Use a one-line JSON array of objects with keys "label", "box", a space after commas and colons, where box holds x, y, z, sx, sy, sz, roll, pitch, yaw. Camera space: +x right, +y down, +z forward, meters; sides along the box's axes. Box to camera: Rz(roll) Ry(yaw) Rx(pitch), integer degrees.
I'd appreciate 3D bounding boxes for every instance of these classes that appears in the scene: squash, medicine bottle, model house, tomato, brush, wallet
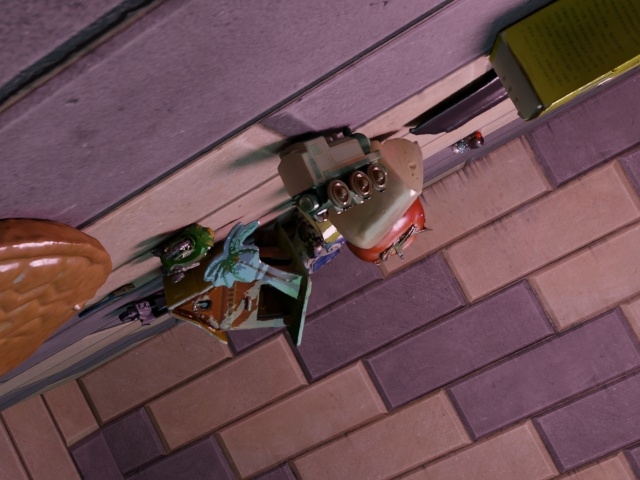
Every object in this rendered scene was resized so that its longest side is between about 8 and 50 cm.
[{"label": "squash", "box": [0.070, -0.103, 1.470, 0.287, 0.137, 0.137, -36, 180, -25]}, {"label": "medicine bottle", "box": [0.400, -0.300, 0.929, 0.250, 0.141, 0.137, -29, 173, 7]}, {"label": "model house", "box": [-0.209, 0.051, 1.452, 0.323, 0.340, 0.300, -2, -151, -20]}, {"label": "tomato", "box": [0.172, -0.059, 1.735, 0.255, 0.224, 0.256, -28, 155, -14]}, {"label": "brush", "box": [-0.487, 0.139, 1.384, 0.164, 0.014, 0.051, -29, 175, 19]}, {"label": "wallet", "box": [0.337, -0.294, 1.304, 0.247, 0.041, 0.323, -32, 173, 28]}]

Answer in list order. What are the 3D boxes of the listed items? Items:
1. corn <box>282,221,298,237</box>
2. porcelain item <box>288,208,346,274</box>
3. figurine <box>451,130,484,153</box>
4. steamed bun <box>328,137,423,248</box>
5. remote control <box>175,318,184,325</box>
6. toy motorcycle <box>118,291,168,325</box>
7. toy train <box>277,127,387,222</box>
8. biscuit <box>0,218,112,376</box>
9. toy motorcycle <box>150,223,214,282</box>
[{"label": "corn", "box": [-0.004, -0.042, 1.827, 0.319, 0.097, 0.097, -23, 174, -29]}, {"label": "porcelain item", "box": [0.000, 0.000, 1.643, 0.186, 0.138, 0.288, -13, 156, -32]}, {"label": "figurine", "box": [0.475, -0.314, 1.975, 0.105, 0.047, 0.060, -22, 143, 24]}, {"label": "steamed bun", "box": [0.101, -0.119, 1.256, 0.225, 0.170, 0.200, -48, -161, 29]}, {"label": "remote control", "box": [-0.348, 0.158, 1.804, 0.103, 0.051, 0.293, -25, -163, 12]}, {"label": "toy motorcycle", "box": [-0.467, 0.190, 1.734, 0.122, 0.080, 0.215, -29, 172, 20]}, {"label": "toy train", "box": [0.027, -0.107, 0.941, 0.080, 0.125, 0.194, -22, -175, 44]}, {"label": "biscuit", "box": [-0.410, 0.107, 0.672, 0.365, 0.062, 0.385, -40, 170, 17]}, {"label": "toy motorcycle", "box": [-0.247, 0.017, 1.128, 0.106, 0.074, 0.190, -36, 179, -20]}]
